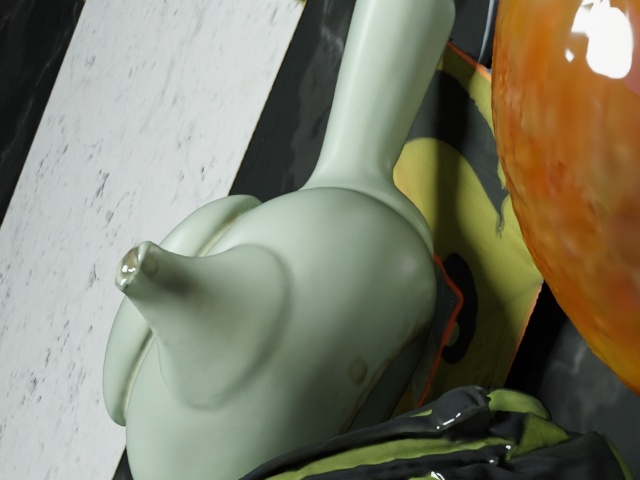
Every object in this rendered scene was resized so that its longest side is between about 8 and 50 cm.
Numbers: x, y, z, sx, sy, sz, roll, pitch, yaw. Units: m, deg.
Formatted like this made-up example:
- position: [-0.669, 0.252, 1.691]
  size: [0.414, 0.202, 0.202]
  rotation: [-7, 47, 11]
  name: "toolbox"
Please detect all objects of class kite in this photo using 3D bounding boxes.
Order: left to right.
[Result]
- position: [0.049, 0.040, 0.971]
  size: [0.377, 0.013, 0.328]
  rotation: [-40, 49, 53]
  name: "kite"

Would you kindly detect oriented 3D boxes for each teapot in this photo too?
- position: [-0.004, 0.020, 0.905]
  size: [0.318, 0.149, 0.220]
  rotation: [-50, -15, -40]
  name: "teapot"

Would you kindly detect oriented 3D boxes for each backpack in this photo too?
- position: [0.014, 0.158, 0.721]
  size: [0.207, 0.253, 0.140]
  rotation: [-47, 55, 48]
  name: "backpack"

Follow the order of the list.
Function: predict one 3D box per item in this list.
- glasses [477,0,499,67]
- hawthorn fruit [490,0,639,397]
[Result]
- position: [0.086, -0.126, 1.024]
  size: [0.140, 0.062, 0.104]
  rotation: [-37, 65, 52]
  name: "glasses"
- position: [0.189, -0.063, 0.513]
  size: [0.298, 0.277, 0.277]
  rotation: [-92, 26, -73]
  name: "hawthorn fruit"
